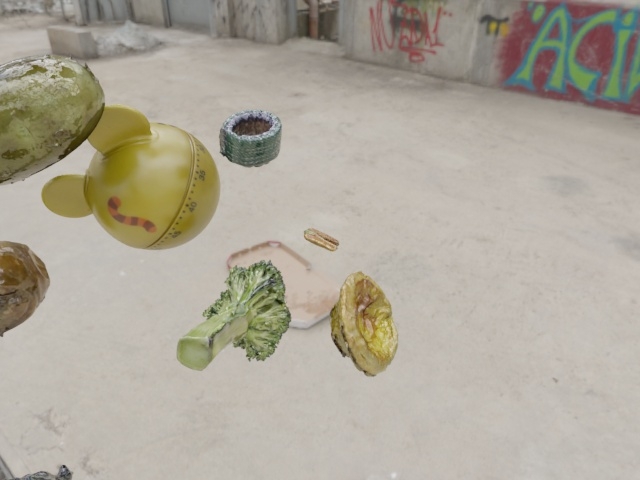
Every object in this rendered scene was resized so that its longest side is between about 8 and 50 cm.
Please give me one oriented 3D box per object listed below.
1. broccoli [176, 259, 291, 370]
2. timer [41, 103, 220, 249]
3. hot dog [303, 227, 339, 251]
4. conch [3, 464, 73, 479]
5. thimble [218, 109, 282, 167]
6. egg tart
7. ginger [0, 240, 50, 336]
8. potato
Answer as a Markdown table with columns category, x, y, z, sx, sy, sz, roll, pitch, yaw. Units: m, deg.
| category | x | y | z | sx | sy | sz | roll | pitch | yaw |
| --- | --- | --- | --- | --- | --- | --- | --- | --- | --- |
| broccoli | -0.220 | 0.221 | 1.239 | 0.221 | 0.252 | 0.361 | 34 | 39 | 8 |
| timer | -0.465 | -0.157 | 1.299 | 0.387 | 0.376 | 0.376 | 22 | 15 | -40 |
| hot dog | 0.000 | 0.000 | 1.091 | 0.083 | 0.021 | 0.037 | 27 | 53 | 7 |
| conch | -0.511 | 0.518 | 0.869 | 0.241 | 0.313 | 0.186 | -35 | 58 | -13 |
| thimble | -0.152 | -0.227 | 1.124 | 0.118 | 0.090 | 0.135 | 37 | 51 | 24 |
| egg tart | 0.091 | 0.193 | 1.150 | 0.106 | 0.241 | 0.241 | -19 | 21 | 30 |
| ginger | -0.839 | 0.099 | 1.284 | 0.200 | 0.269 | 0.223 | -34 | 48 | 5 |
| potato | -0.617 | -0.245 | 1.016 | 0.359 | 0.219 | 0.269 | -13 | 45 | 20 |
